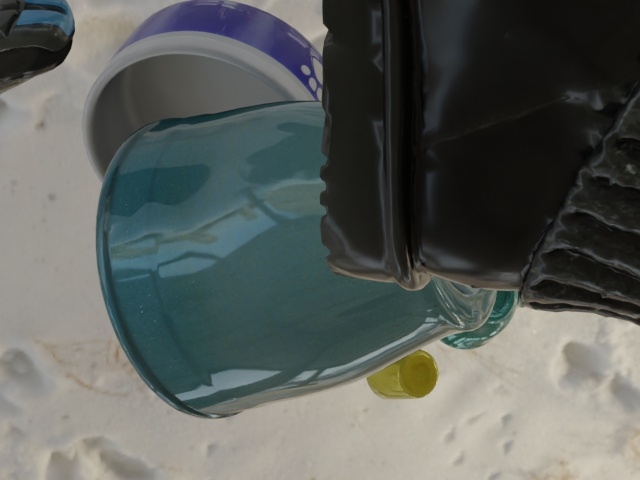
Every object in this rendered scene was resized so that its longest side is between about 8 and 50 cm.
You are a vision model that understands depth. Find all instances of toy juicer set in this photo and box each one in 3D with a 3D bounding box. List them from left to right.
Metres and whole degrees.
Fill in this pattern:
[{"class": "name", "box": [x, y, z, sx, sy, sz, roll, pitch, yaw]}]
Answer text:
[{"class": "toy juicer set", "box": [0.164, 0.027, 1.123, 0.329, 0.089, 0.209, -28, 101, -25]}]

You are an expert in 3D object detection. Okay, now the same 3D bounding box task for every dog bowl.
[{"class": "dog bowl", "box": [-0.110, -0.116, 1.023, 0.264, 0.104, 0.265, 8, 133, 9]}]

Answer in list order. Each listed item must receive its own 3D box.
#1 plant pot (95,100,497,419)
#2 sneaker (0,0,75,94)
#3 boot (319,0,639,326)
[{"class": "plant pot", "box": [0.000, 0.000, 0.802, 0.255, 0.272, 0.272, -13, 137, 30]}, {"class": "sneaker", "box": [-0.337, -0.107, 0.780, 0.340, 0.125, 0.140, -16, 125, 15]}, {"class": "boot", "box": [0.138, -0.110, 0.311, 0.260, 0.131, 0.348, 11, 123, 20]}]
